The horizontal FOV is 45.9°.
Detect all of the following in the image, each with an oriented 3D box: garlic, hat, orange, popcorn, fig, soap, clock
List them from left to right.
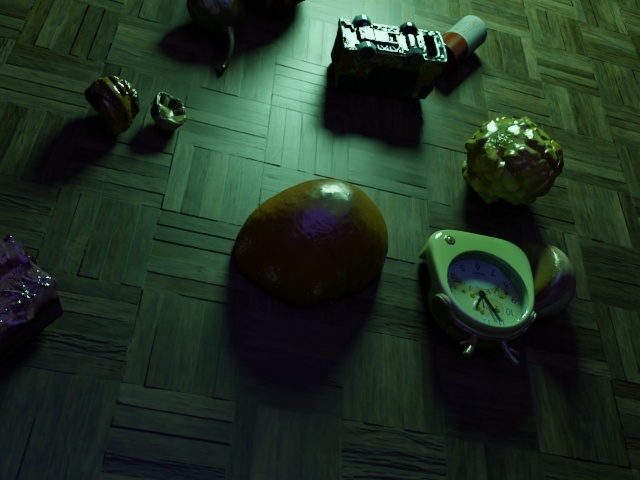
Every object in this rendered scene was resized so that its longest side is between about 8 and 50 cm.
[{"bbox_3d":[-0.600,0.128,1.210,0.220,0.127,0.325,37,50,11],"label":"soap"},{"bbox_3d":[-0.343,-0.279,1.681,0.076,0.059,0.077,12,53,-33],"label":"hat"},{"bbox_3d":[-0.247,-0.539,1.888,0.149,0.149,0.245,-7,69,-26],"label":"fig"},{"bbox_3d":[0.000,-0.004,1.571,0.310,0.274,0.274,14,41,-52],"label":"orange"},{"bbox_3d":[0.332,0.126,1.586,0.235,0.096,0.307,12,50,-13],"label":"clock"},{"bbox_3d":[0.453,-0.190,1.815,0.250,0.190,0.250,-16,28,9],"label":"popcorn"},{"bbox_3d":[0.514,0.083,1.692,0.115,0.128,0.206,32,38,-24],"label":"garlic"}]

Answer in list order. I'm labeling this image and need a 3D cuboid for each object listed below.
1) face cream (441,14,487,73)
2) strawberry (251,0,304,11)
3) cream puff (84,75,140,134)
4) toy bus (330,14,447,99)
[{"bbox_3d":[0.389,-0.559,2.156,0.096,0.095,0.214,37,50,10],"label":"face cream"},{"bbox_3d":[-0.084,-0.792,2.054,0.267,0.312,0.351,46,30,-9],"label":"strawberry"},{"bbox_3d":[-0.441,-0.296,1.616,0.104,0.119,0.133,-36,32,-1],"label":"cream puff"},{"bbox_3d":[0.172,-0.468,1.957,0.276,0.167,0.138,3,52,-13],"label":"toy bus"}]
